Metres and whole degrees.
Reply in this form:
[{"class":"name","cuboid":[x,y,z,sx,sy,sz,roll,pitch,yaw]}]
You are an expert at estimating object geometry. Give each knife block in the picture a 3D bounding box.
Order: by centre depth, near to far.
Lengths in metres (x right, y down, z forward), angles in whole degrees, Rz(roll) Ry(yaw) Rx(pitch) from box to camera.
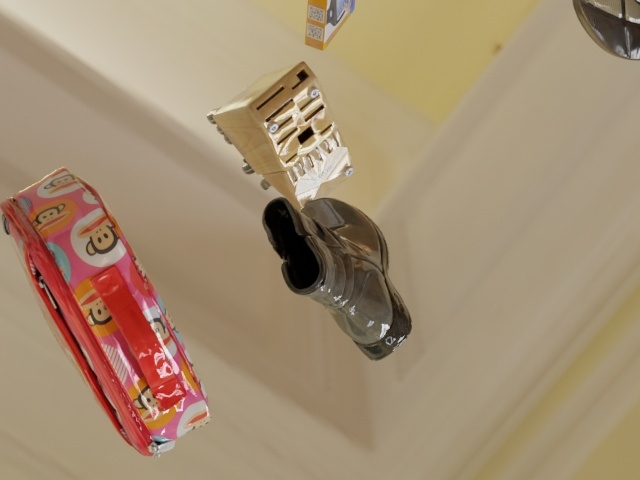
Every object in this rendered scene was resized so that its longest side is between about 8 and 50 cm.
[{"class":"knife block","cuboid":[-0.075,-0.156,2.340,0.242,0.088,0.276,41,167,34]}]

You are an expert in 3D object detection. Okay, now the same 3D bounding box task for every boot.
[{"class":"boot","cuboid":[0.000,0.000,1.922,0.161,0.083,0.246,43,-168,-37]}]

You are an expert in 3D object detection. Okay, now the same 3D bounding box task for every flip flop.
[{"class":"flip flop","cuboid":[0.328,-0.244,1.943,0.080,0.112,0.277,20,-163,36]}]

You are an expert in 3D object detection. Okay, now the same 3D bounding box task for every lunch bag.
[{"class":"lunch bag","cuboid":[-0.220,0.081,2.038,0.293,0.120,0.258,65,168,-26]}]

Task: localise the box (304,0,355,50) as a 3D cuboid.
[{"class":"box","cuboid":[0.014,-0.284,2.111,0.028,0.136,0.081,23,-129,13]}]
